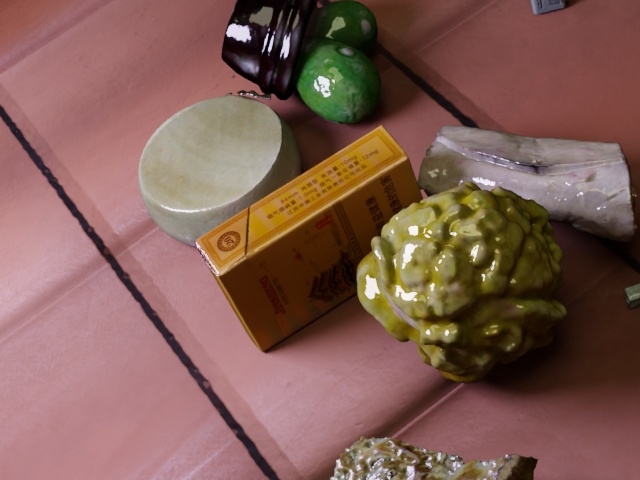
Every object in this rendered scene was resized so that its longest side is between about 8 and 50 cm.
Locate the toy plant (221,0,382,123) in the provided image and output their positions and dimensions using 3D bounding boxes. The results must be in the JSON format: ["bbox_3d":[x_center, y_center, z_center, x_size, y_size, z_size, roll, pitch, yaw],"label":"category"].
[{"bbox_3d":[-0.017,-0.273,1.892,0.235,0.175,0.218,15,50,0],"label":"toy plant"}]

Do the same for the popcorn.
[{"bbox_3d":[0.167,0.053,1.533,0.259,0.259,0.212,-28,64,-2],"label":"popcorn"}]

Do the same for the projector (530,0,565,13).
[{"bbox_3d":[0.315,-0.416,1.904,0.061,0.115,0.147,-11,50,10],"label":"projector"}]

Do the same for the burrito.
[{"bbox_3d":[0.269,-0.070,1.642,0.299,0.105,0.143,11,28,30],"label":"burrito"}]

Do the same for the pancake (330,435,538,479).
[{"bbox_3d":[0.060,0.298,1.474,0.376,0.054,0.197,-19,48,4],"label":"pancake"}]

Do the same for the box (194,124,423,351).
[{"bbox_3d":[0.000,0.000,1.652,0.274,0.174,0.076,-32,48,-6],"label":"box"}]

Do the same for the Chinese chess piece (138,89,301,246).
[{"bbox_3d":[-0.135,-0.097,1.835,0.237,0.092,0.238,-11,50,14],"label":"Chinese chess piece"}]

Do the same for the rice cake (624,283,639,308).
[{"bbox_3d":[0.416,0.050,1.558,0.121,0.021,0.022,-19,54,8],"label":"rice cake"}]
